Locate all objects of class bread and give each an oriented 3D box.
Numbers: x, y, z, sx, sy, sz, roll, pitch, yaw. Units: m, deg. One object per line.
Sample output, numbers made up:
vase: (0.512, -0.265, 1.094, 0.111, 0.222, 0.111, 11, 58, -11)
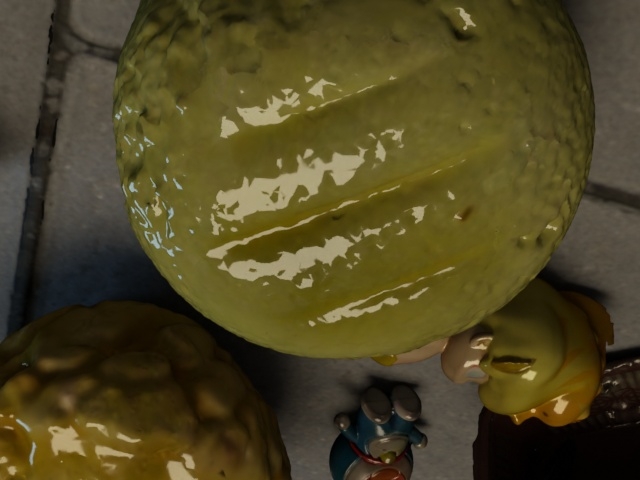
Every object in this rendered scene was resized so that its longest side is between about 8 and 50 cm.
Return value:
bread: (0.023, -0.074, 0.892, 0.320, 0.237, 0.320, -7, 134, -7)

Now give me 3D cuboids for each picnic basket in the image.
picnic basket: (0.304, 0.225, 1.257, 0.297, 0.222, 0.129, -12, 159, 23)

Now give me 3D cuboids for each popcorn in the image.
popcorn: (-0.196, 0.243, 1.256, 0.344, 0.354, 0.390, -2, 99, 16)

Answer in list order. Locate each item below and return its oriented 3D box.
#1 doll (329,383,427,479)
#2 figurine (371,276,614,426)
doll: (0.057, 0.213, 1.361, 0.114, 0.085, 0.152, 0, 133, -19)
figurine: (0.135, 0.090, 1.167, 0.246, 0.131, 0.156, 9, 175, -3)
